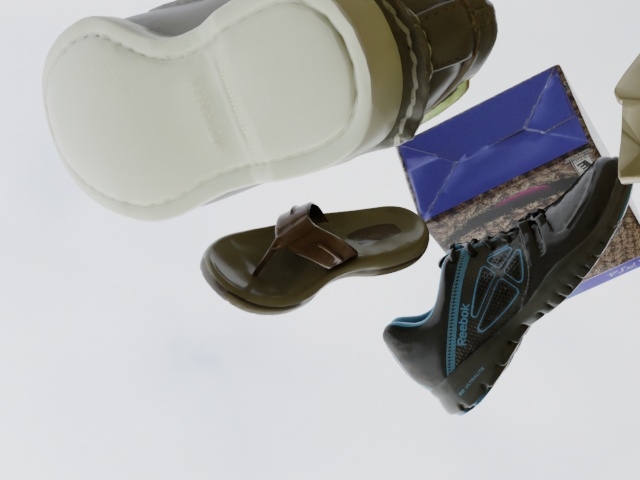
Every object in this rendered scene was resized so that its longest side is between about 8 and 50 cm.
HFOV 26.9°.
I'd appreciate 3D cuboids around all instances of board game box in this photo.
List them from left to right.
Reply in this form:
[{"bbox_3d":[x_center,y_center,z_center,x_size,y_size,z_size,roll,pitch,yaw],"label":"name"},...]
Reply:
[{"bbox_3d":[0.271,-0.049,1.734,0.291,0.232,0.141,46,-157,-48],"label":"board game box"}]

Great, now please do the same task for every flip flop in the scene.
[{"bbox_3d":[0.000,0.000,1.363,0.277,0.080,0.112,-13,-132,-31],"label":"flip flop"}]

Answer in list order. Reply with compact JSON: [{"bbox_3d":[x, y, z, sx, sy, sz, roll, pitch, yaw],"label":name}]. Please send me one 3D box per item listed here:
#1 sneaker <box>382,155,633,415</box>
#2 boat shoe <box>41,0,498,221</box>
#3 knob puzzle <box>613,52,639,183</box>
[{"bbox_3d":[0.208,0.030,1.468,0.140,0.341,0.125,40,-173,8],"label":"sneaker"},{"bbox_3d":[-0.041,-0.076,0.661,0.091,0.305,0.109,-24,-78,-35],"label":"boat shoe"},{"bbox_3d":[0.335,-0.127,1.080,0.030,0.213,0.213,53,-134,-45],"label":"knob puzzle"}]
